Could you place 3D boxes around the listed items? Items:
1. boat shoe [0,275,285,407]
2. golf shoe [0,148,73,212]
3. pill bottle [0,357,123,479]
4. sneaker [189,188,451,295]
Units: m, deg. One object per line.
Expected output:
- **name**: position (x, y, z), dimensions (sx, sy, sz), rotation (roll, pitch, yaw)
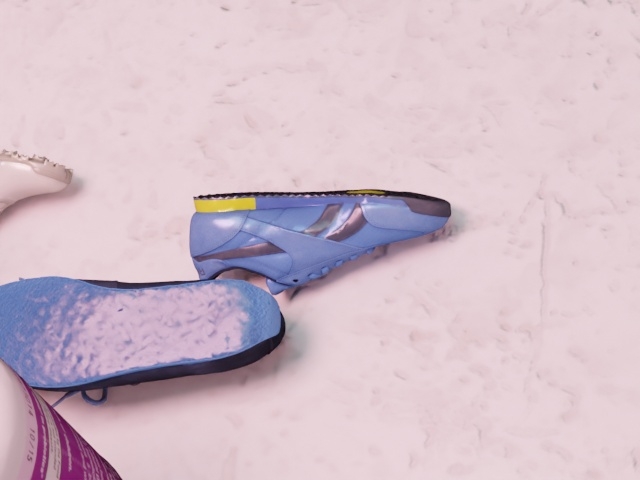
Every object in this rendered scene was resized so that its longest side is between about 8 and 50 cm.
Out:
- **boat shoe**: position (-0.154, 0.085, 1.185), dimensions (0.258, 0.089, 0.109), rotation (3, 75, 13)
- **golf shoe**: position (-0.296, -0.033, 1.319), dimensions (0.176, 0.069, 0.086), rotation (-3, 80, 19)
- **pill bottle**: position (-0.219, 0.191, 1.009), dimensions (0.169, 0.301, 0.169), rotation (-8, 59, 14)
- **sneaker**: position (0.000, 0.000, 1.205), dimensions (0.209, 0.069, 0.082), rotation (-2, 93, 6)
